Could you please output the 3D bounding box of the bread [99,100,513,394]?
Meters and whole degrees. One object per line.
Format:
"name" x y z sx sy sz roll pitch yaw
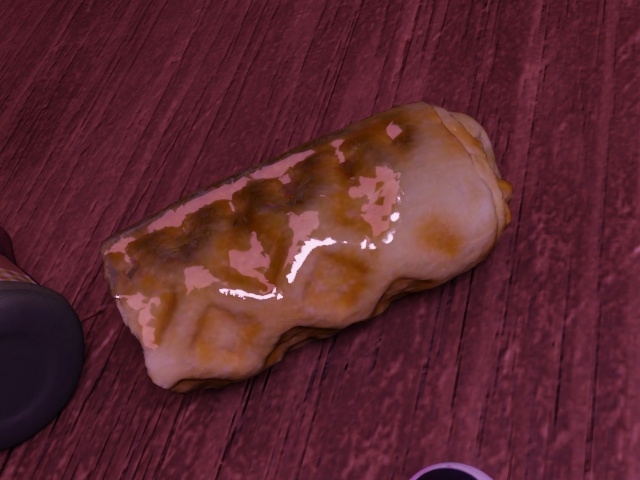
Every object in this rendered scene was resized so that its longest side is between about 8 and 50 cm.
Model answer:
"bread" 0.000 0.000 0.697 0.267 0.130 0.152 -26 36 -2

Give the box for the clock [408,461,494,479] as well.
"clock" 0.087 0.221 0.454 0.227 0.090 0.248 -43 42 -20

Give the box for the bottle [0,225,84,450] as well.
"bottle" -0.295 0.046 0.794 0.271 0.143 0.156 32 105 41
